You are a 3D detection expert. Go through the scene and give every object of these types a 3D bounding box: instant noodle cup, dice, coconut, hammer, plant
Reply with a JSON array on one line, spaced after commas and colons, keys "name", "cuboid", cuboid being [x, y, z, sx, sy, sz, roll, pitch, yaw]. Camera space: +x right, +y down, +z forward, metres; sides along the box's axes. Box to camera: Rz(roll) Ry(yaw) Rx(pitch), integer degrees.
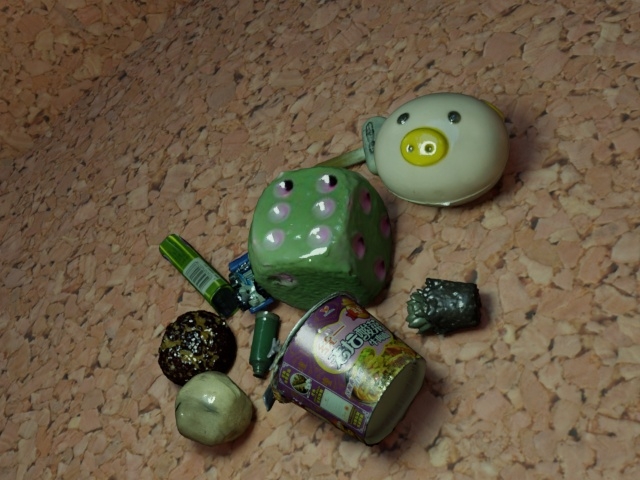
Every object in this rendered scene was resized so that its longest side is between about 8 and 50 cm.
[{"name": "instant noodle cup", "cuboid": [0.082, 0.332, 1.705, 0.266, 0.340, 0.340, 32, 79, 29]}, {"name": "dice", "cuboid": [0.000, 0.000, 1.941, 0.318, 0.330, 0.322, -6, 59, 28]}, {"name": "coconut", "cuboid": [-0.304, 0.456, 1.896, 0.224, 0.224, 0.224, -15, 54, 21]}, {"name": "hammer", "cuboid": [0.105, -0.263, 2.208, 0.306, 0.113, 0.201, -22, 49, 22]}, {"name": "plant", "cuboid": [0.311, 0.169, 1.784, 0.195, 0.132, 0.129, -8, 54, 20]}]

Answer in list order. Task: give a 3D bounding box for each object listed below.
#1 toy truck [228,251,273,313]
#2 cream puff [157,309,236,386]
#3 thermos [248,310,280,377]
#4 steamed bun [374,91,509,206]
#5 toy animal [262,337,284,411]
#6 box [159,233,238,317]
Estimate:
[{"name": "toy truck", "cuboid": [-0.201, 0.126, 2.104, 0.113, 0.126, 0.208, -31, 42, 10]}, {"name": "cream puff", "cuboid": [-0.376, 0.317, 2.055, 0.239, 0.165, 0.239, -17, 51, 22]}, {"name": "thermos", "cuboid": [-0.171, 0.303, 2.006, 0.083, 0.073, 0.187, -1, 59, 14]}, {"name": "steamed bun", "cuboid": [0.334, -0.254, 1.933, 0.374, 0.334, 0.333, 3, 62, 26]}, {"name": "toy animal", "cuboid": [-0.075, 0.318, 1.903, 0.367, 0.081, 0.206, -39, 21, -32]}, {"name": "box", "cuboid": [-0.386, 0.110, 2.218, 0.097, 0.134, 0.345, -48, 50, -6]}]
